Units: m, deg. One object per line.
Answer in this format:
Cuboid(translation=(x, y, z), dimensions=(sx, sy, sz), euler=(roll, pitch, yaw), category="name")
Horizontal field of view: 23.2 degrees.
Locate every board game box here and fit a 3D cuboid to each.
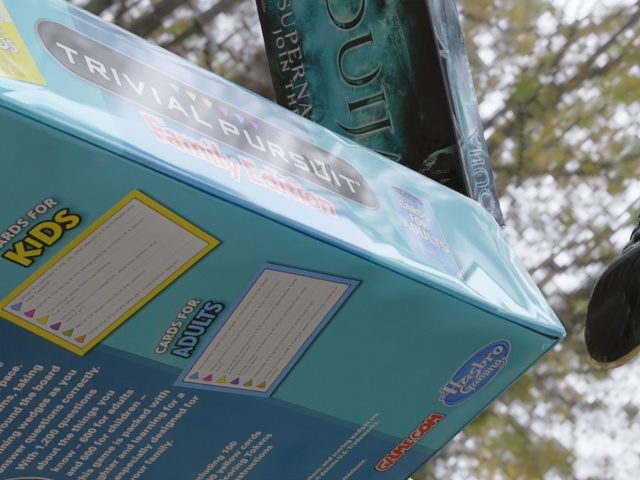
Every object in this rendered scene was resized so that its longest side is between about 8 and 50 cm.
Cuboid(translation=(0.026, -0.085, 0.835), dimensions=(0.126, 0.026, 0.186), euler=(-14, -93, 45), category="board game box")
Cuboid(translation=(-0.113, 0.047, 0.547), dimensions=(0.336, 0.254, 0.079), euler=(23, 29, -43), category="board game box")

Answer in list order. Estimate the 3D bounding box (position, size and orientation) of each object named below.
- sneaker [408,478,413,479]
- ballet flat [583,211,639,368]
Cuboid(translation=(-0.024, 0.230, 1.400), dimensions=(0.295, 0.123, 0.109), euler=(27, -19, -10), category="sneaker")
Cuboid(translation=(0.226, 0.018, 1.043), dimensions=(0.057, 0.173, 0.049), euler=(17, -29, 29), category="ballet flat")
